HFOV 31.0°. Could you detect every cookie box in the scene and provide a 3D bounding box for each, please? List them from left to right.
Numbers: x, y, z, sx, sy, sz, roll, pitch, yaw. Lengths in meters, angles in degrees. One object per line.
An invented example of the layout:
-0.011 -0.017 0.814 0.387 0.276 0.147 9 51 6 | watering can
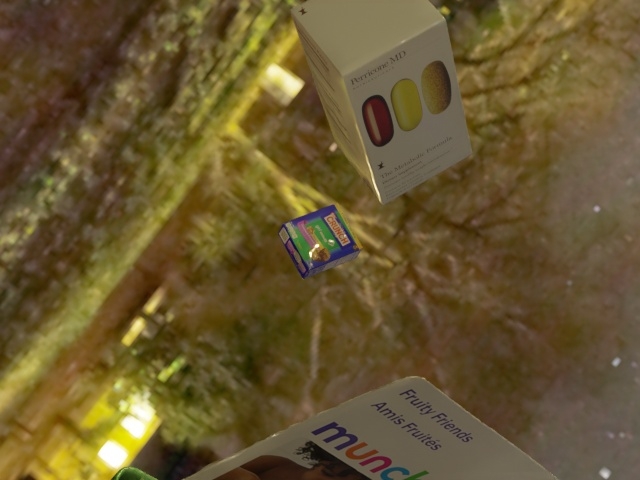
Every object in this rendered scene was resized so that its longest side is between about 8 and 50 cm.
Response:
0.000 0.000 1.878 0.107 0.092 0.040 -22 164 -27 | cookie box

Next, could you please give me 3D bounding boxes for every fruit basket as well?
0.003 0.226 0.686 0.353 0.327 0.165 -24 -135 28 | fruit basket

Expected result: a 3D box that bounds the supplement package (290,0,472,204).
0.076 -0.184 1.370 0.139 0.134 0.244 -31 144 -5 | supplement package
